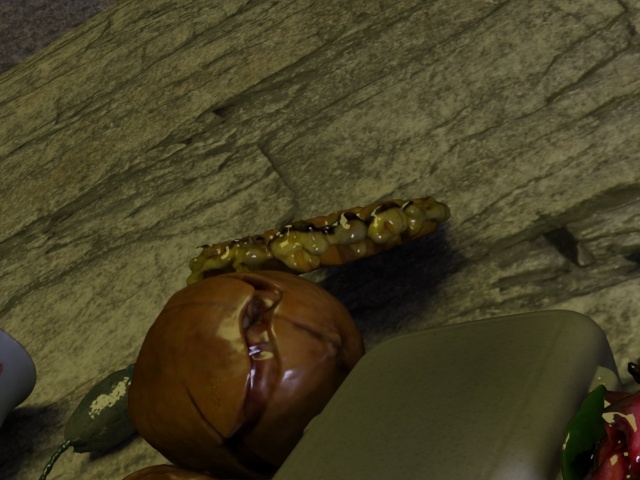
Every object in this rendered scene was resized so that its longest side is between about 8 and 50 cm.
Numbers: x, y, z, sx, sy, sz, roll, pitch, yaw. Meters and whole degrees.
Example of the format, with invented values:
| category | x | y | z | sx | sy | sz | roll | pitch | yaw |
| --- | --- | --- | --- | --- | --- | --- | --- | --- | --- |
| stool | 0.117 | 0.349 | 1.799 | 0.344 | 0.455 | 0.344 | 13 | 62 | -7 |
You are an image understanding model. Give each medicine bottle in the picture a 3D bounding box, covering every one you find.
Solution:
| category | x | y | z | sx | sy | sz | roll | pitch | yaw |
| --- | --- | --- | --- | --- | --- | --- | --- | --- | --- |
| medicine bottle | 0.093 | 0.191 | 1.074 | 0.282 | 0.123 | 0.375 | -10 | 22 | 30 |

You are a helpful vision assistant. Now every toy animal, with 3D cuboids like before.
| category | x | y | z | sx | sy | sz | roll | pitch | yaw |
| --- | --- | --- | --- | --- | --- | --- | --- | --- | --- |
| toy animal | -0.262 | 0.228 | 1.508 | 0.253 | 0.070 | 0.079 | -51 | 17 | -23 |

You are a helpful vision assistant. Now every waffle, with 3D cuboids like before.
| category | x | y | z | sx | sy | sz | roll | pitch | yaw |
| --- | --- | --- | --- | --- | --- | --- | --- | --- | --- |
| waffle | -0.005 | 0.002 | 1.466 | 0.281 | 0.058 | 0.300 | -12 | 3 | 36 |

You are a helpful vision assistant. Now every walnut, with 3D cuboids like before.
| category | x | y | z | sx | sy | sz | roll | pitch | yaw |
| --- | --- | --- | --- | --- | --- | --- | --- | --- | --- |
| walnut | -0.089 | 0.140 | 1.337 | 0.209 | 0.209 | 0.336 | -52 | 15 | -29 |

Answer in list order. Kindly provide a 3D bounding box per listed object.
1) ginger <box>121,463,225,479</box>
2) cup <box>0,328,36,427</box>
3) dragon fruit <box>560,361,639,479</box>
| category | x | y | z | sx | sy | sz | roll | pitch | yaw |
| --- | --- | --- | --- | --- | --- | --- | --- | --- | --- |
| ginger | -0.117 | 0.291 | 1.162 | 0.165 | 0.172 | 0.321 | -3 | 17 | -25 |
| cup | -0.523 | 0.205 | 1.578 | 0.347 | 0.347 | 0.163 | -15 | 53 | 30 |
| dragon fruit | 0.306 | 0.171 | 0.869 | 0.293 | 0.234 | 0.234 | -1 | 38 | 12 |
